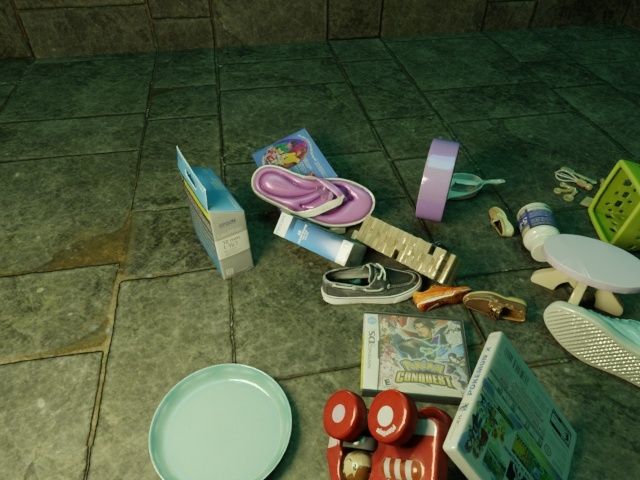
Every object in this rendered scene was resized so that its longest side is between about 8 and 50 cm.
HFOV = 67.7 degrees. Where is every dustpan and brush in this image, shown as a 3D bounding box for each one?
[{"bbox_3d":[0.573,-0.208,1.776,0.211,0.060,0.147,5,43,5],"label":"dustpan and brush"}]

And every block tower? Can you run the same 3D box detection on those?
[{"bbox_3d":[0.253,0.022,1.436,0.336,0.091,0.097,27,92,40],"label":"block tower"}]

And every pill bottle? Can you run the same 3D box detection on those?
[{"bbox_3d":[0.709,-0.025,1.542,0.112,0.112,0.186,5,43,5],"label":"pill bottle"}]

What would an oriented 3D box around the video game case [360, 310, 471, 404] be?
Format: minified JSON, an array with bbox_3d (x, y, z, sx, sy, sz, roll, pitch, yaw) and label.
[{"bbox_3d":[0.245,0.298,1.243,0.275,0.035,0.248,4,43,4],"label":"video game case"}]

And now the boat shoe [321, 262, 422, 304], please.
[{"bbox_3d":[0.153,0.114,1.391,0.302,0.102,0.108,-3,43,-3],"label":"boat shoe"}]

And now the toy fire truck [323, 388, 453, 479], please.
[{"bbox_3d":[0.122,0.444,0.947,0.302,0.169,0.253,-19,49,43],"label":"toy fire truck"}]

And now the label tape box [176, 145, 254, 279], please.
[{"bbox_3d":[-0.315,-0.092,1.429,0.115,0.347,0.249,-22,47,-23],"label":"label tape box"}]

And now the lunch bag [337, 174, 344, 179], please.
[{"bbox_3d":[0.048,-0.200,1.757,0.099,0.065,0.067,13,52,27],"label":"lunch bag"}]

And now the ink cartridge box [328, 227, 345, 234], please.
[{"bbox_3d":[0.049,-0.057,1.630,0.048,0.028,0.083,-13,45,-14],"label":"ink cartridge box"}]

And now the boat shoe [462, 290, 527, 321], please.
[{"bbox_3d":[0.494,0.187,1.345,0.178,0.064,0.060,10,42,6],"label":"boat shoe"}]

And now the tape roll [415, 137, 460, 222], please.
[{"bbox_3d":[0.396,-0.202,1.610,0.090,0.274,0.274,15,45,14],"label":"tape roll"}]

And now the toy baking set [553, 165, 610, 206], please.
[{"bbox_3d":[0.990,-0.211,1.806,0.197,0.030,0.256,14,45,15],"label":"toy baking set"}]

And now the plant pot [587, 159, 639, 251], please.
[{"bbox_3d":[1.053,-0.101,1.554,0.207,0.228,0.227,9,43,1],"label":"plant pot"}]

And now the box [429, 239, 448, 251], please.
[{"bbox_3d":[0.349,0.052,1.475,0.062,0.083,0.052,-24,47,-24],"label":"box"}]

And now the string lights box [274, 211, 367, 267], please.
[{"bbox_3d":[0.000,0.000,1.487,0.260,0.076,0.133,25,5,23],"label":"string lights box"}]

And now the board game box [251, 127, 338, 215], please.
[{"bbox_3d":[-0.093,-0.253,1.755,0.233,0.078,0.347,-27,46,-1],"label":"board game box"}]

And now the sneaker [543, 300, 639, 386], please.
[{"bbox_3d":[0.770,0.257,1.239,0.366,0.135,0.150,34,44,20],"label":"sneaker"}]

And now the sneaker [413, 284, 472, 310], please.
[{"bbox_3d":[0.355,0.152,1.381,0.175,0.064,0.067,-8,47,-10],"label":"sneaker"}]

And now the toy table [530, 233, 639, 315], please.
[{"bbox_3d":[0.757,0.109,1.362,0.252,0.160,0.274,-34,52,-31],"label":"toy table"}]

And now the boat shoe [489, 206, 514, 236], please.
[{"bbox_3d":[0.609,-0.066,1.631,0.045,0.050,0.135,-5,43,-14],"label":"boat shoe"}]

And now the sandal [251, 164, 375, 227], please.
[{"bbox_3d":[-0.027,-0.142,1.557,0.417,0.102,0.169,11,88,0],"label":"sandal"}]

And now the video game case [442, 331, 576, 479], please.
[{"bbox_3d":[0.401,0.407,0.972,0.329,0.036,0.300,52,50,-12],"label":"video game case"}]

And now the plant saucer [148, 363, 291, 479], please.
[{"bbox_3d":[-0.224,0.430,1.091,0.318,0.043,0.317,0,42,0],"label":"plant saucer"}]
